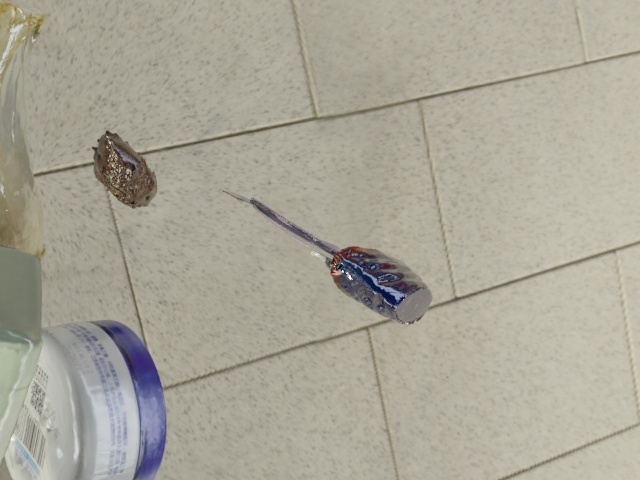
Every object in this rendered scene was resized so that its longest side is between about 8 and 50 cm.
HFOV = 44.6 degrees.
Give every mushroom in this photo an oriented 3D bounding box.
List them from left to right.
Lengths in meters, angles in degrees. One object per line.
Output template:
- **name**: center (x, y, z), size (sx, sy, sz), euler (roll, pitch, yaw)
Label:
- **mushroom**: center (-0.372, -0.104, 0.886), size (0.122, 0.095, 0.351), euler (-11, 128, -37)

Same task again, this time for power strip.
- **power strip**: center (-0.309, 0.119, 0.591), size (0.139, 0.140, 0.224), euler (15, 111, -27)

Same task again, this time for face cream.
- **face cream**: center (-0.270, 0.193, 0.858), size (0.111, 0.206, 0.206), euler (1, 95, -45)

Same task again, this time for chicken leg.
- **chicken leg**: center (-0.252, -0.088, 0.997), size (0.063, 0.234, 0.105), euler (-45, 105, -9)

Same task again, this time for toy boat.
- **toy boat**: center (0.007, 0.006, 1.004), size (0.318, 0.219, 0.072), euler (33, 94, 1)
